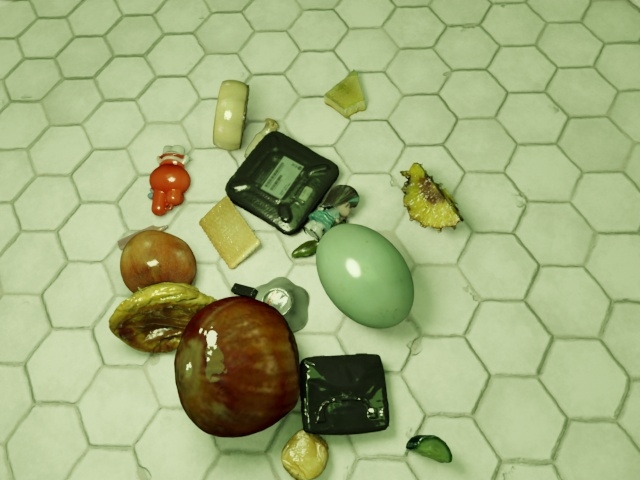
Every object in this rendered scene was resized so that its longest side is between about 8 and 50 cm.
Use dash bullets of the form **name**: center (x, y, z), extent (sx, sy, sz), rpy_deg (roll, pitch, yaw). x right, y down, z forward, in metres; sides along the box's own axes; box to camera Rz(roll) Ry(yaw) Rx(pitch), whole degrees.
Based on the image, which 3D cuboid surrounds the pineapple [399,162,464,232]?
- **pineapple**: center (0.396, -0.137, 1.798), extent (0.161, 0.158, 0.334), rpy_deg (-49, 61, 26)

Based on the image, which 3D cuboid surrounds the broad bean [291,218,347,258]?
- **broad bean**: center (0.003, 0.003, 1.795), extent (0.254, 0.046, 0.065), rpy_deg (-32, 61, -11)

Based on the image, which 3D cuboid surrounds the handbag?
- **handbag**: center (0.071, 0.479, 1.535), extent (0.275, 0.088, 0.244), rpy_deg (0, 63, -11)

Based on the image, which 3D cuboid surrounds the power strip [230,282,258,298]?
- **power strip**: center (-0.267, 0.178, 1.723), extent (0.111, 0.029, 0.038), rpy_deg (9, 64, 41)

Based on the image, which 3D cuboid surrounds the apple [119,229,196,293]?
- **apple**: center (-0.561, 0.080, 1.702), extent (0.254, 0.253, 0.253), rpy_deg (-2, 66, 3)

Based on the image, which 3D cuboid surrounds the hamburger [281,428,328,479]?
- **hamburger**: center (-0.045, 0.658, 1.494), extent (0.138, 0.083, 0.147), rpy_deg (33, 71, 21)

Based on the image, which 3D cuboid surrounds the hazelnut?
- **hazelnut**: center (-0.253, 0.371, 1.470), extent (0.353, 0.421, 0.421), rpy_deg (-3, 58, 47)

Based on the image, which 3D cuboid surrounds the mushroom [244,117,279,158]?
- **mushroom**: center (-0.243, -0.412, 1.994), extent (0.059, 0.054, 0.202), rpy_deg (31, 78, 21)

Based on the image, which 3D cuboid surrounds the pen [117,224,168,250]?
- **pen**: center (-0.671, -0.018, 1.862), extent (0.197, 0.032, 0.053), rpy_deg (-22, 66, -3)

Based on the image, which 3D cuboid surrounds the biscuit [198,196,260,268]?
- **biscuit**: center (-0.339, -0.030, 1.823), extent (0.160, 0.030, 0.249), rpy_deg (-43, 68, 9)

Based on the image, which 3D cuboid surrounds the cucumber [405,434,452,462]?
- **cucumber**: center (0.328, 0.619, 1.472), extent (0.116, 0.115, 0.062), rpy_deg (20, 69, 4)

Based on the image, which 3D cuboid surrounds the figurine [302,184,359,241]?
- **figurine**: center (0.036, -0.111, 1.796), extent (0.245, 0.110, 0.138), rpy_deg (-46, 39, -18)

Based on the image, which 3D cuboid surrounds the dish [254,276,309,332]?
- **dish**: center (-0.149, 0.222, 1.692), extent (0.229, 0.081, 0.229), rpy_deg (-2, 66, 4)

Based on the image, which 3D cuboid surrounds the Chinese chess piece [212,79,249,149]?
- **Chinese chess piece**: center (-0.345, -0.486, 1.913), extent (0.112, 0.270, 0.270), rpy_deg (9, 67, -8)

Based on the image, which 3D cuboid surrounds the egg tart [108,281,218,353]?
- **egg tart**: center (-0.502, 0.232, 1.604), extent (0.351, 0.339, 0.153), rpy_deg (-23, 49, 3)

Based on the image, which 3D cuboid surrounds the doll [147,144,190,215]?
- **doll**: center (-0.583, -0.231, 1.896), extent (0.161, 0.130, 0.290), rpy_deg (0, 72, 4)

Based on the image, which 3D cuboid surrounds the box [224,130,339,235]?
- **box**: center (-0.145, -0.229, 1.883), extent (0.350, 0.091, 0.359), rpy_deg (30, 74, 16)

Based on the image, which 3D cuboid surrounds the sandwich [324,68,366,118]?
- **sandwich**: center (0.134, -0.606, 2.048), extent (0.162, 0.058, 0.193), rpy_deg (40, 73, 17)

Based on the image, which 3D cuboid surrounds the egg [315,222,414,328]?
- **egg**: center (0.142, 0.113, 1.611), extent (0.276, 0.276, 0.389), rpy_deg (-34, 67, -10)
